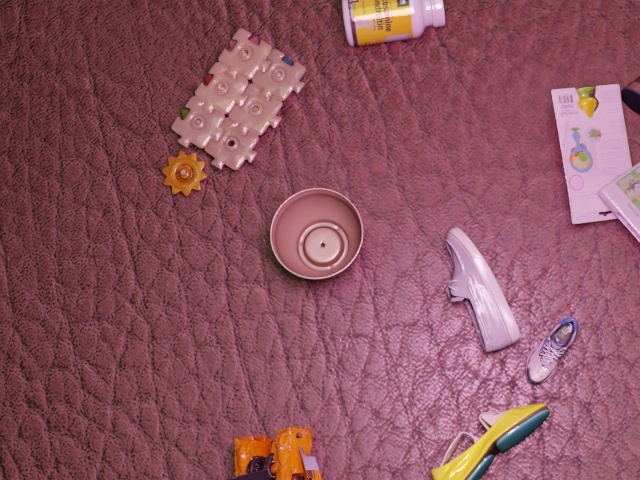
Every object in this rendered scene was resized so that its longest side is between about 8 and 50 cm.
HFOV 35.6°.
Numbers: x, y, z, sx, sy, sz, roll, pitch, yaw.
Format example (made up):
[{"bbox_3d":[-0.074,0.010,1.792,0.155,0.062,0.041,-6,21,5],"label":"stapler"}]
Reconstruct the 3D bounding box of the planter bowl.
[{"bbox_3d":[0.000,0.000,1.763,0.162,0.109,0.162,-2,76,7],"label":"planter bowl"}]

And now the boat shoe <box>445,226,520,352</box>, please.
[{"bbox_3d":[0.261,0.087,1.724,0.081,0.079,0.227,-26,78,-4],"label":"boat shoe"}]

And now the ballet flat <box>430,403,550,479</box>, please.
[{"bbox_3d":[0.277,0.335,1.668,0.231,0.077,0.077,-43,59,-2],"label":"ballet flat"}]

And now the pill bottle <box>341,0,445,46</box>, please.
[{"bbox_3d":[0.135,-0.423,1.854,0.184,0.103,0.103,-8,75,5],"label":"pill bottle"}]

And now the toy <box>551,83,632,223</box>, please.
[{"bbox_3d":[0.476,-0.152,1.759,0.137,0.056,0.237,-7,89,-16],"label":"toy"}]

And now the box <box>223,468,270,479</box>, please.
[{"bbox_3d":[-0.173,0.499,1.600,0.261,0.103,0.184,-32,73,36],"label":"box"}]

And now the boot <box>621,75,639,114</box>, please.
[{"bbox_3d":[0.647,-0.241,1.742,0.106,0.082,0.219,-42,58,-11],"label":"boot"}]

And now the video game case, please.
[{"bbox_3d":[0.620,-0.065,1.721,0.212,0.023,0.193,-32,74,-17],"label":"video game case"}]

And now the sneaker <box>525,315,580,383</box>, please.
[{"bbox_3d":[0.394,0.183,1.695,0.052,0.058,0.135,32,83,13],"label":"sneaker"}]

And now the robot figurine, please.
[{"bbox_3d":[-0.063,0.462,1.641,0.211,0.085,0.291,-20,70,41],"label":"robot figurine"}]

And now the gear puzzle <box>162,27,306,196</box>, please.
[{"bbox_3d":[-0.174,-0.221,1.879,0.175,0.044,0.339,33,85,12],"label":"gear puzzle"}]
